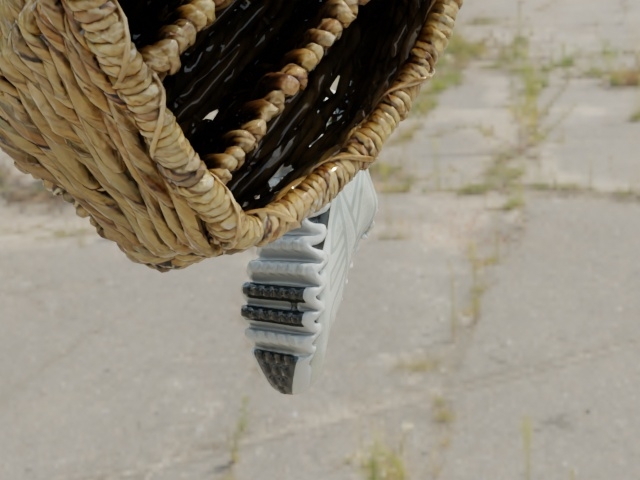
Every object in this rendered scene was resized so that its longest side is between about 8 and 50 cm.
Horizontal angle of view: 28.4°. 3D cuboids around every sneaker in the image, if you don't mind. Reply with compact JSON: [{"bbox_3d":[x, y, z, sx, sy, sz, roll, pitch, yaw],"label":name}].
[{"bbox_3d":[0.000,0.000,1.176,0.118,0.292,0.110,1,7,-41],"label":"sneaker"}]

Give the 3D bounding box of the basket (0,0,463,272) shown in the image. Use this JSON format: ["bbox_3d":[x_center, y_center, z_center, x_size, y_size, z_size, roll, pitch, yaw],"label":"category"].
[{"bbox_3d":[-0.019,-0.138,0.689,0.299,0.213,0.223,-54,17,-27],"label":"basket"}]
